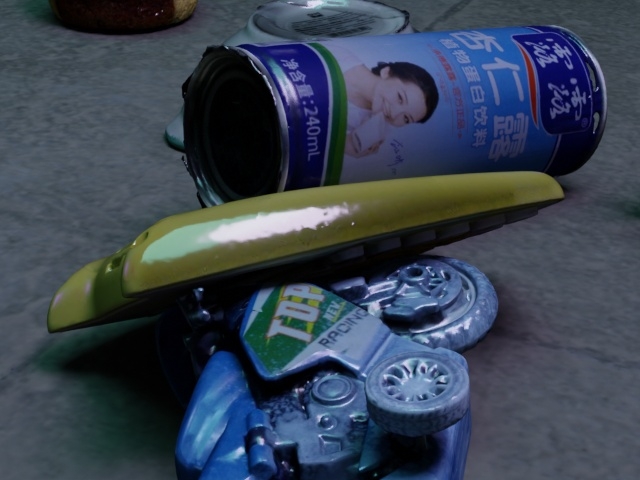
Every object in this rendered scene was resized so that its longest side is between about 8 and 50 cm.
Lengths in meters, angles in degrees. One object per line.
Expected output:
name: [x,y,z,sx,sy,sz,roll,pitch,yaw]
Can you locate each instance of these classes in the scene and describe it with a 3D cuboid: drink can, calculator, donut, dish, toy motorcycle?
drink can: [0.046,-0.067,0.679,0.235,0.097,0.097,-10,28,-37]
calculator: [0.000,0.000,0.565,0.236,0.033,0.157,-9,-7,-30]
donut: [-0.163,-0.217,1.027,0.140,0.059,0.140,1,28,-1]
dish: [0.020,-0.111,0.811,0.246,0.078,0.224,-6,27,-13]
toy motorcycle: [-0.012,0.077,0.439,0.135,0.092,0.254,1,32,13]
